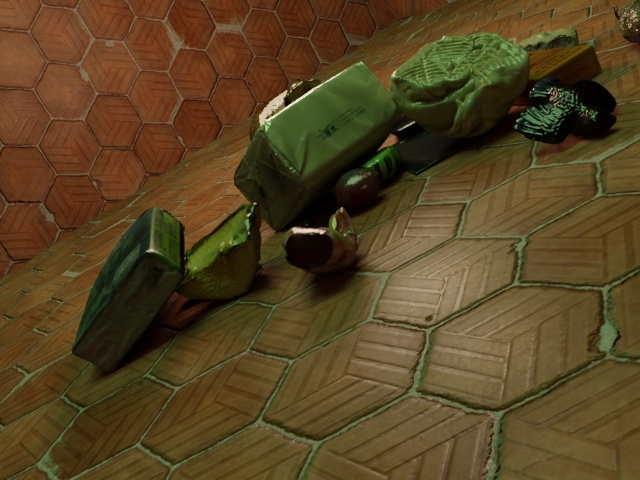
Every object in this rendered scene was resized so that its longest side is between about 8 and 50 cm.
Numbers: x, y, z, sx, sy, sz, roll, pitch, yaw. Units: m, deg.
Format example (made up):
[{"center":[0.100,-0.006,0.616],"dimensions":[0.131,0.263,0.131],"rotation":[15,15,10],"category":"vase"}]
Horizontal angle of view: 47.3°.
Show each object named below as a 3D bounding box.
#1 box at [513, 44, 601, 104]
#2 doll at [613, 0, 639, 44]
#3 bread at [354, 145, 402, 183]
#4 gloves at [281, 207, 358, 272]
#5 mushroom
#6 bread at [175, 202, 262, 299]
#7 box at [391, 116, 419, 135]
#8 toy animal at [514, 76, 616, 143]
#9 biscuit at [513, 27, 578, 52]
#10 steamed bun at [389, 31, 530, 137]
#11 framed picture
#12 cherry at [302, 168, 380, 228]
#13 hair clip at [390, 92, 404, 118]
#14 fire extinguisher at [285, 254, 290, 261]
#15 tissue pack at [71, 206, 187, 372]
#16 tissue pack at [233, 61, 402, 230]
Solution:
[{"center":[0.546,-0.415,1.853],"dimensions":[0.174,0.076,0.274],"rotation":[-31,19,-12],"category":"box"},{"center":[0.786,-0.516,1.737],"dimensions":[0.115,0.105,0.221],"rotation":[10,21,-15],"category":"doll"},{"center":[0.144,-0.179,1.809],"dimensions":[0.130,0.071,0.139],"rotation":[-26,11,10],"category":"bread"},{"center":[0.006,0.010,1.463],"dimensions":[0.145,0.126,0.241],"rotation":[-29,-9,15],"category":"gloves"},{"center":[-0.083,-0.385,2.289],"dimensions":[0.331,0.356,0.334],"rotation":[-41,51,11],"category":"mushroom"},{"center":[-0.192,0.042,1.620],"dimensions":[0.252,0.133,0.174],"rotation":[-39,22,22],"category":"bread"},{"center":[0.295,-0.353,2.074],"dimensions":[0.212,0.042,0.201],"rotation":[-27,12,13],"category":"box"},{"center":[0.504,-0.267,1.464],"dimensions":[0.218,0.116,0.179],"rotation":[-26,17,-12],"category":"toy animal"},{"center":[0.593,-0.536,2.085],"dimensions":[0.281,0.084,0.179],"rotation":[-18,22,29],"category":"biscuit"},{"center":[0.337,-0.355,1.768],"dimensions":[0.289,0.203,0.276],"rotation":[-30,46,-9],"category":"steamed bun"},{"center":[0.297,-0.259,1.897],"dimensions":[0.244,0.013,0.324],"rotation":[-29,18,-3],"category":"framed picture"},{"center":[0.051,-0.104,1.737],"dimensions":[0.225,0.090,0.107],"rotation":[-27,35,32],"category":"cherry"},{"center":[0.245,-0.397,2.305],"dimensions":[0.138,0.102,0.123],"rotation":[-59,12,12],"category":"hair clip"},{"center":[-0.053,0.028,1.615],"dimensions":[0.049,0.035,0.173],"rotation":[-28,15,-11],"category":"fire extinguisher"},{"center":[-0.436,0.095,1.701],"dimensions":[0.288,0.124,0.394],"rotation":[-52,19,6],"category":"tissue pack"},{"center":[-0.009,-0.237,1.856],"dimensions":[0.380,0.207,0.297],"rotation":[-39,-5,-31],"category":"tissue pack"}]
